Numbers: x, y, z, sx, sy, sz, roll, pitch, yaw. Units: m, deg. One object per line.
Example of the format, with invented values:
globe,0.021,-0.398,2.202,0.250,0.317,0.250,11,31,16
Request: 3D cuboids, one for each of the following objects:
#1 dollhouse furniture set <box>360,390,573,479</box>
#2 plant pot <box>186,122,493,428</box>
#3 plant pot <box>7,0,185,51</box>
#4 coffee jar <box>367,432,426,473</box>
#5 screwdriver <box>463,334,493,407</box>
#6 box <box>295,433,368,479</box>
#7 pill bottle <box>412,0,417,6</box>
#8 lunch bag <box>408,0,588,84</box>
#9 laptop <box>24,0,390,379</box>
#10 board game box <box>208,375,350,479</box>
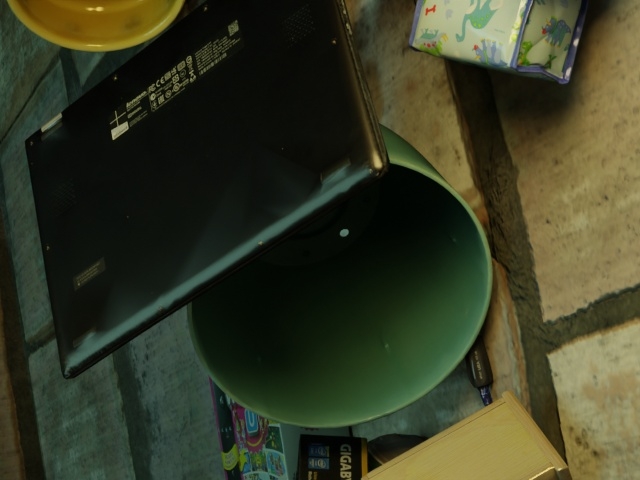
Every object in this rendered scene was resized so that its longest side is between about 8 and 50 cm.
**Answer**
dollhouse furniture set,0.160,0.284,1.522,0.212,0.161,0.242,56,173,47
plant pot,0.000,0.000,1.620,0.235,0.293,0.293,-111,24,-60
plant pot,-0.312,-0.433,2.258,0.254,0.254,0.239,112,158,-47
coffee jar,0.086,0.306,1.730,0.096,0.079,0.184,-144,51,-60
screwdriver,0.169,0.175,1.595,0.024,0.025,0.170,-18,89,65
box,0.002,0.392,1.620,0.322,0.079,0.257,-89,2,-55
pill bottle,0.135,-0.216,1.503,0.116,0.065,0.065,-128,38,-50
lunch bag,0.159,-0.218,1.373,0.128,0.096,0.151,17,98,43
laptop,-0.061,-0.108,1.524,0.382,0.236,0.408,-33,55,30
board game box,-0.049,0.229,1.995,0.224,0.097,0.303,154,109,-65
